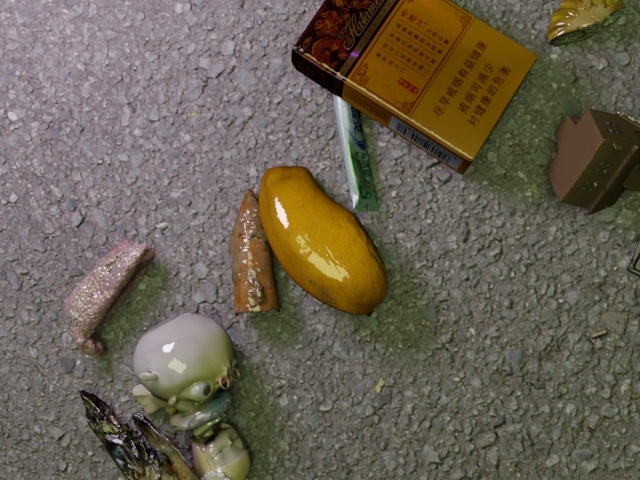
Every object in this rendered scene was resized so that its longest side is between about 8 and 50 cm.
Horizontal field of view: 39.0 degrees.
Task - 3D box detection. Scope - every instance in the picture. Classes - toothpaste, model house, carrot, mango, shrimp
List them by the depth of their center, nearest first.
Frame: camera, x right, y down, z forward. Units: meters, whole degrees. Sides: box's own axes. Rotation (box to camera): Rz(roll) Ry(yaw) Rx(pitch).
[{"bbox_3d":[0.589,-0.153,1.745,0.248,0.176,0.181,12,133,-15],"label":"model house"},{"bbox_3d":[-0.004,0.001,1.799,0.187,0.144,0.359,-39,80,-26],"label":"mango"},{"bbox_3d":[-0.357,0.418,1.829,0.365,0.071,0.233,46,138,10],"label":"shrimp"},{"bbox_3d":[0.066,-0.204,1.837,0.048,0.075,0.297,-13,87,46],"label":"toothpaste"},{"bbox_3d":[-0.137,0.023,1.852,0.102,0.102,0.263,-4,84,6],"label":"carrot"}]

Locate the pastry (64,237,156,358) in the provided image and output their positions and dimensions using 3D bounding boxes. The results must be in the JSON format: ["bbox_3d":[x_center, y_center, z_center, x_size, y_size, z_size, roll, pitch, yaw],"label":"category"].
[{"bbox_3d":[-0.448,0.107,1.874,0.112,0.103,0.265,30,92,12],"label":"pastry"}]

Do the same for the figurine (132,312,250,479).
[{"bbox_3d":[-0.259,0.348,1.839,0.274,0.226,0.394,-16,101,37],"label":"figurine"}]

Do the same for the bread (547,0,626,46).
[{"bbox_3d":[0.522,-0.449,1.779,0.157,0.083,0.094,-10,77,7],"label":"bread"}]

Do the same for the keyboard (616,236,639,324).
[{"bbox_3d":[0.684,0.004,1.785,0.103,0.041,0.381,26,87,6],"label":"keyboard"}]

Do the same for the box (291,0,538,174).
[{"bbox_3d":[0.178,-0.353,1.768,0.415,0.116,0.264,32,82,5],"label":"box"}]
